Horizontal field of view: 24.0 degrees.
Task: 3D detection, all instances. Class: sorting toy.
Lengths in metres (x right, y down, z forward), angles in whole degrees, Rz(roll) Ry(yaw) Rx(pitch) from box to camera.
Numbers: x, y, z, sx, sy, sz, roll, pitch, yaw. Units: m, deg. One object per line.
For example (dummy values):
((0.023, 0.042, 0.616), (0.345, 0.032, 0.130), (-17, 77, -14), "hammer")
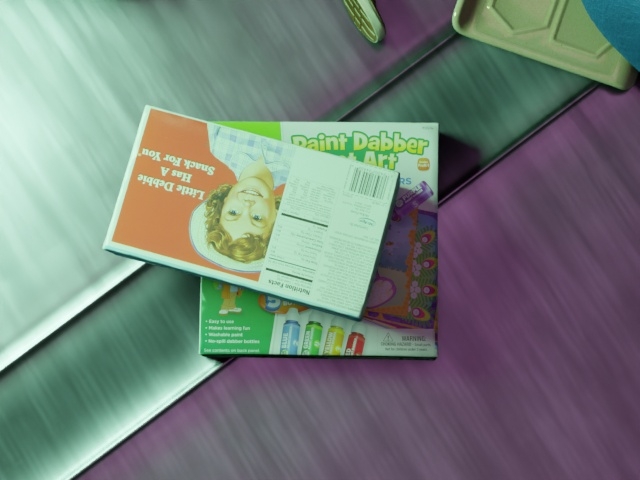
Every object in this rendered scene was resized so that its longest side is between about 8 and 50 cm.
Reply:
((0.263, -0.279, 1.604), (0.208, 0.038, 0.193), (20, 84, -2), "sorting toy")

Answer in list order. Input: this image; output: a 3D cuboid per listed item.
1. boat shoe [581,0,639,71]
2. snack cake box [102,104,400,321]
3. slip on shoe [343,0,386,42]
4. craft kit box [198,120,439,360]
((0.358, -0.220, 1.551), (0.258, 0.109, 0.089), (46, 72, -25), "boat shoe")
((-0.065, -0.025, 1.502), (0.264, 0.089, 0.152), (16, 86, 3), "snack cake box")
((0.040, -0.276, 1.602), (0.041, 0.051, 0.135), (-27, 78, -14), "slip on shoe")
((0.000, 0.000, 1.568), (0.250, 0.061, 0.246), (0, 81, 1), "craft kit box")
